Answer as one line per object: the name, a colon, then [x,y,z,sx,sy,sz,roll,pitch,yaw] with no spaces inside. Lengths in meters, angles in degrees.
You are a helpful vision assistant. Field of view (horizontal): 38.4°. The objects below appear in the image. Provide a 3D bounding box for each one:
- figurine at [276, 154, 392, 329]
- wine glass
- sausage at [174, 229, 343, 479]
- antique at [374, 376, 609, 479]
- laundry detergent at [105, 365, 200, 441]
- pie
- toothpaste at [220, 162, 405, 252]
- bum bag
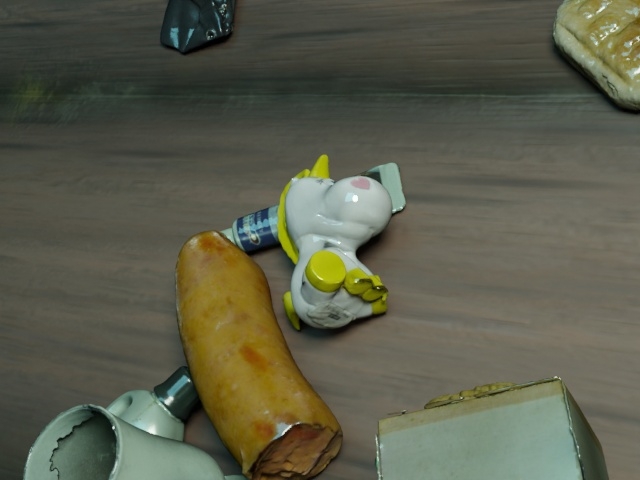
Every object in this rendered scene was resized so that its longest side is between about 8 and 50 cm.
figurine: [0.005,-0.004,0.874,0.129,0.109,0.178,-16,67,43]
wine glass: [-0.131,0.211,0.744,0.103,0.231,0.103,-14,57,23]
sausage: [-0.072,0.103,0.863,0.109,0.109,0.270,-33,52,8]
antique: [0.132,0.187,0.665,0.146,0.152,0.148,-15,54,20]
laundry detergent: [-0.198,0.211,0.884,0.226,0.070,0.099,-46,44,-2]
pie: [0.322,-0.210,0.866,0.195,0.046,0.195,-14,57,23]
toothpaste: [-0.018,-0.026,0.951,0.216,0.037,0.062,-17,58,13]
bum bag: [-0.146,-0.361,1.206,0.123,0.060,0.248,-1,62,28]
